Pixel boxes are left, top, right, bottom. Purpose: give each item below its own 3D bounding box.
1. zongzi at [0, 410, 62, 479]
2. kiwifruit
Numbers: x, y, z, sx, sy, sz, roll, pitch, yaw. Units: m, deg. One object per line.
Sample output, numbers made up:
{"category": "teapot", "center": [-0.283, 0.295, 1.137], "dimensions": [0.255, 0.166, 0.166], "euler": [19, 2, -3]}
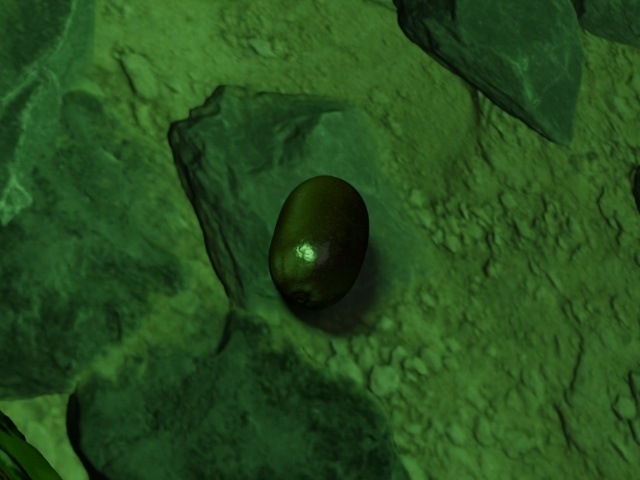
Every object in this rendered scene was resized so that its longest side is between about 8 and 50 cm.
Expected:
{"category": "zongzi", "center": [-0.203, 0.221, 0.853], "dimensions": [0.362, 0.319, 0.383], "euler": [39, 26, -3]}
{"category": "kiwifruit", "center": [0.000, 0.000, 1.265], "dimensions": [0.075, 0.075, 0.124], "euler": [33, 42, -14]}
